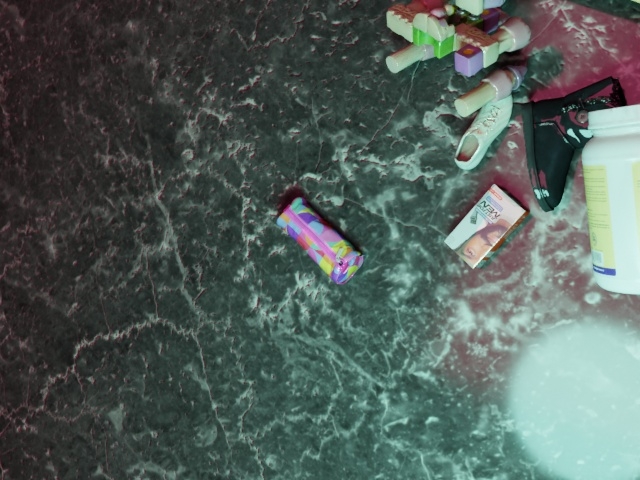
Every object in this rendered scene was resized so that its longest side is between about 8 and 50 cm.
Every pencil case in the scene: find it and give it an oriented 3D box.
[{"bbox_3d":[0.000,0.000,1.829,0.236,0.104,0.104,43,107,23],"label":"pencil case"}]

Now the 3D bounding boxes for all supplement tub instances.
[{"bbox_3d":[0.611,-0.085,1.405,0.240,0.241,0.332,-4,97,27],"label":"supplement tub"}]

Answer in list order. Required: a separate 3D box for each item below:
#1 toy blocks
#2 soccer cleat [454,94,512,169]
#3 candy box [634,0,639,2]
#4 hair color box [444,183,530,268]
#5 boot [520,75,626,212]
[{"bbox_3d":[0.314,-0.474,1.593,0.260,0.309,0.288,-32,52,-20],"label":"toy blocks"},{"bbox_3d":[0.354,-0.242,1.664,0.068,0.076,0.196,33,102,25],"label":"soccer cleat"},{"bbox_3d":[0.608,-0.573,1.482,0.316,0.087,0.183,30,128,19],"label":"candy box"},{"bbox_3d":[0.360,-0.029,1.666,0.093,0.053,0.167,45,109,21],"label":"hair color box"},{"bbox_3d":[0.527,-0.196,1.561,0.207,0.094,0.247,-12,76,31],"label":"boot"}]
